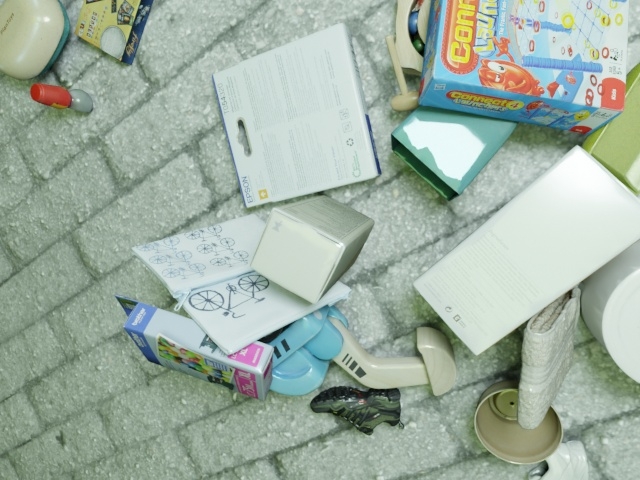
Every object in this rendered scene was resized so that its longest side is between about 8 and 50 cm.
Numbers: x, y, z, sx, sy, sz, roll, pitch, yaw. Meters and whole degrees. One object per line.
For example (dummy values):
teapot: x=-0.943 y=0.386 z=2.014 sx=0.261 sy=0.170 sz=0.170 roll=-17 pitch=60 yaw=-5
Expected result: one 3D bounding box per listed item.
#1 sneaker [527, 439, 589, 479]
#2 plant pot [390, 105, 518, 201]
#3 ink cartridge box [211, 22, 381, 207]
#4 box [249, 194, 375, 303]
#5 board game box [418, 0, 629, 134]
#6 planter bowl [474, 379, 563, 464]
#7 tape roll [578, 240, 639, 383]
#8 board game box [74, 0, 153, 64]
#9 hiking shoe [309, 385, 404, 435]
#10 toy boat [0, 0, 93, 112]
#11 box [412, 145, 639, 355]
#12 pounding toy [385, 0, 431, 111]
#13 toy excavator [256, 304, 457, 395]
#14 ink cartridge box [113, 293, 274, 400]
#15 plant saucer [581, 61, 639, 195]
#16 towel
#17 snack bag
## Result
sneaker: x=0.510 y=0.538 z=0.910 sx=0.115 sy=0.090 sz=0.232 roll=-3 pitch=89 yaw=25
plant pot: x=0.277 y=-0.220 z=0.812 sx=0.165 sy=0.166 sz=0.234 roll=44 pitch=97 yaw=7
ink cartridge box: x=-0.056 y=-0.265 z=0.958 sx=0.330 sy=0.071 sz=0.324 roll=-11 pitch=96 yaw=22
box: x=0.000 y=0.000 z=0.854 sx=0.148 sy=0.311 sz=0.121 roll=29 pitch=107 yaw=11
board game box: x=0.337 y=-0.359 z=0.706 sx=0.302 sy=0.086 sz=0.308 roll=9 pitch=81 yaw=-2
planter bowl: x=0.407 y=0.362 z=0.892 sx=0.162 sy=0.109 sz=0.162 roll=3 pitch=100 yaw=17
tape roll: x=0.615 y=0.126 z=0.753 sx=0.246 sy=0.169 sz=0.246 roll=3 pitch=101 yaw=18
board game box: x=-0.507 y=-0.596 z=1.060 sx=0.165 sy=0.042 sz=0.243 roll=33 pitch=108 yaw=10
hiking shoe: x=0.085 y=0.417 z=1.017 sx=0.227 sy=0.086 sz=0.114 roll=-9 pitch=93 yaw=18
toy boat: x=-0.721 y=-0.475 z=1.108 sx=0.267 sy=0.148 sz=0.318 roll=-30 pitch=83 yaw=24
box: x=0.371 y=0.021 z=0.779 sx=0.345 sy=0.215 sz=0.168 roll=-45 pitch=75 yaw=20
pounding toy: x=0.215 y=-0.386 z=0.801 sx=0.154 sy=0.155 sz=0.270 roll=5 pitch=101 yaw=22
toy excavator: x=0.015 y=0.240 z=0.969 sx=0.433 sy=0.222 sz=0.445 roll=-41 pitch=98 yaw=22
ink cartridge box: x=-0.243 y=0.210 z=0.810 sx=0.311 sy=0.065 sz=0.186 roll=19 pitch=145 yaw=7
plant saucer: x=0.548 y=-0.196 z=0.742 sx=0.188 sy=0.045 sz=0.188 roll=19 pitch=105 yaw=-29
towel: x=0.423 y=0.199 z=0.773 sx=0.049 sy=0.282 sz=0.187 roll=9 pitch=109 yaw=40
snack bag: x=-0.155 y=0.063 z=0.862 sx=0.342 sy=0.323 sz=0.037 roll=37 pitch=128 yaw=33
